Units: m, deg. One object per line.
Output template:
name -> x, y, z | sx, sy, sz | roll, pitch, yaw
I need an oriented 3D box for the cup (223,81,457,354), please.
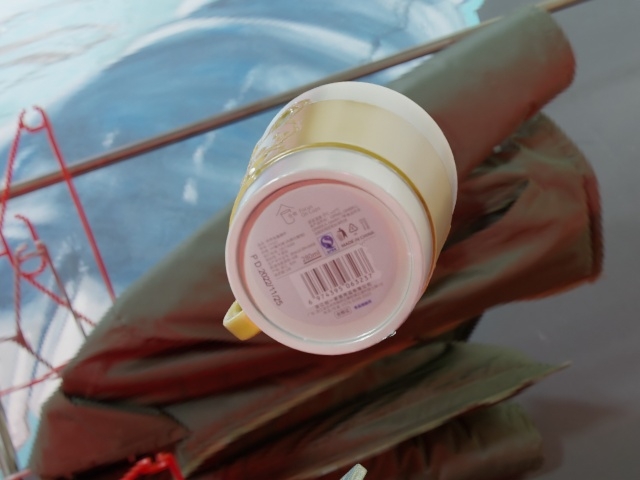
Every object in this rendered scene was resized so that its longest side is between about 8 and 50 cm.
cup -> 0.000, 0.000, 0.803 | 0.185, 0.241, 0.226 | 40, -161, -7

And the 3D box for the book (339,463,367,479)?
book -> -0.026, 0.474, 1.504 | 0.027, 0.202, 0.264 | 39, -156, 2
